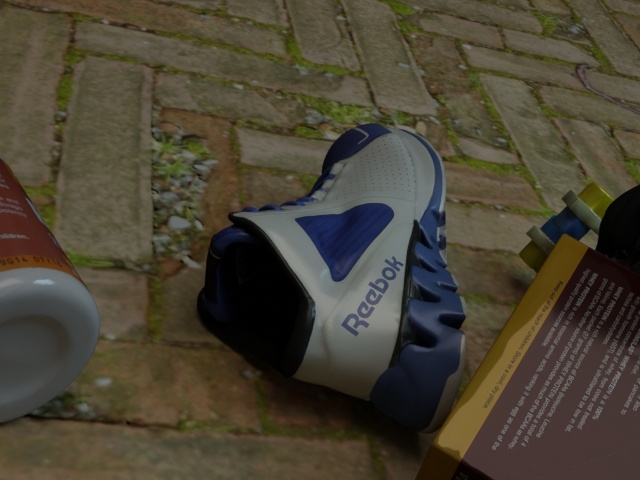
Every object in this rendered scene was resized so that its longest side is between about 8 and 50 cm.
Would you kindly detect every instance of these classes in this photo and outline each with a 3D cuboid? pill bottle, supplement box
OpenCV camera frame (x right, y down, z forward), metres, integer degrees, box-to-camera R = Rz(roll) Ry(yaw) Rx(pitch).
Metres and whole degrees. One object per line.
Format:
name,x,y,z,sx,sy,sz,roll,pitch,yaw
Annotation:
pill bottle,-0.240,0.006,0.696,0.121,0.121,0.216,-8,43,-37
supplement box,0.184,0.139,0.682,0.194,0.129,0.191,30,55,13

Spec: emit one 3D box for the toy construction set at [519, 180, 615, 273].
toy construction set,0.315,0.088,0.883,0.327,0.151,0.215,30,11,4

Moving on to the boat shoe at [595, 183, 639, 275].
boat shoe,0.351,0.071,0.703,0.340,0.158,0.127,35,71,-2

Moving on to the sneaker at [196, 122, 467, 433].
sneaker,0.000,0.001,0.833,0.182,0.127,0.315,14,35,-15
